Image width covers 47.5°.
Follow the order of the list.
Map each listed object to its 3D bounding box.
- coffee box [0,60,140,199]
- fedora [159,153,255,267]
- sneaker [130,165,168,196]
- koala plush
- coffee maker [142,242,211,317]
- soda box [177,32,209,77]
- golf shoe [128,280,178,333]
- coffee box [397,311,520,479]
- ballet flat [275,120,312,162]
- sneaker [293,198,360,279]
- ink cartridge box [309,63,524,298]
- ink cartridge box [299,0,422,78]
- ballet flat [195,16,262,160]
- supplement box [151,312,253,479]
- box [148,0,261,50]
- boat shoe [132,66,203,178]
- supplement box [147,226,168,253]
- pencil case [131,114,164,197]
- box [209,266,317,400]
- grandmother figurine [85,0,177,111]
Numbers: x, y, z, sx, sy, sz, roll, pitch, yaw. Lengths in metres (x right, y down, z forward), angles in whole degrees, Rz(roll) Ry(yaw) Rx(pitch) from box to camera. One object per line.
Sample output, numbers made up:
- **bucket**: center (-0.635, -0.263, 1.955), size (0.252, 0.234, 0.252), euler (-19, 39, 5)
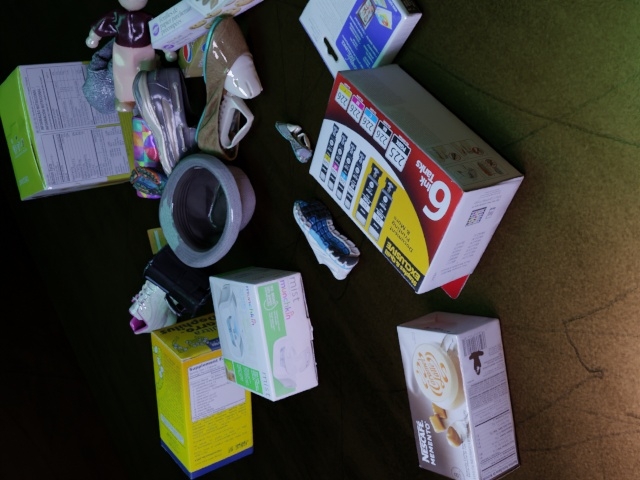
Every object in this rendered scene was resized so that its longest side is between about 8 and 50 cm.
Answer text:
- **coffee box**: center (-0.713, -0.318, 2.117), size (0.337, 0.334, 0.339), euler (-4, 99, 56)
- **fedora**: center (-0.248, -0.078, 1.699), size (0.244, 0.124, 0.275), euler (50, 128, 20)
- **sneaker**: center (-0.384, -0.136, 1.902), size (0.221, 0.087, 0.083), euler (34, 116, 6)
- **koala plush**: center (-0.479, -0.410, 1.896), size (0.221, 0.203, 0.196), euler (11, 131, 27)
- **coffee maker**: center (-0.360, 0.094, 1.905), size (0.178, 0.120, 0.171), euler (38, 126, -2)
- **soda box**: center (-0.270, -0.452, 1.664), size (0.181, 0.058, 0.061), euler (-44, 65, 52)
- **golf shoe**: center (-0.491, 0.170, 2.151), size (0.115, 0.140, 0.306), euler (49, 140, 37)
- **coffee box**: center (0.221, 0.249, 1.172), size (0.141, 0.098, 0.247), euler (2, 103, 56)
- **ballet flat**: center (-0.048, -0.207, 1.457), size (0.114, 0.041, 0.041), euler (57, 142, 26)
- **sneaker**: center (0.000, 0.000, 1.433), size (0.191, 0.071, 0.083), euler (56, 148, 28)
- **ink cartridge box**: center (0.127, -0.079, 1.158), size (0.309, 0.130, 0.272), euler (50, 140, 33)
- **ink cartridge box**: center (0.060, -0.375, 1.217), size (0.206, 0.045, 0.208), euler (62, 143, 19)
- **ballet flat**: center (-0.193, -0.309, 1.575), size (0.124, 0.116, 0.343), euler (36, 134, 17)
- **supplement box**: center (-0.312, 0.406, 1.932), size (0.195, 0.194, 0.357), euler (26, 123, 49)
- **box**: center (-0.237, -0.482, 1.518), size (0.323, 0.067, 0.063), euler (-13, 85, 40)
- **boat shoe**: center (-0.323, -0.246, 1.734), size (0.132, 0.130, 0.356), euler (-95, -13, -54)
- **supplement box**: center (-0.395, -0.007, 2.001), size (0.233, 0.078, 0.080), euler (-7, 96, 57)
- **pencil case**: center (-0.456, -0.230, 1.987), size (0.104, 0.104, 0.237), euler (25, 123, 49)
- **box**: center (-0.129, 0.202, 1.650), size (0.231, 0.126, 0.262), euler (5, 105, 57)
- **grandmother figurine**: center (-0.440, -0.467, 1.696), size (0.104, 0.207, 0.343), euler (-107, 22, -48)
